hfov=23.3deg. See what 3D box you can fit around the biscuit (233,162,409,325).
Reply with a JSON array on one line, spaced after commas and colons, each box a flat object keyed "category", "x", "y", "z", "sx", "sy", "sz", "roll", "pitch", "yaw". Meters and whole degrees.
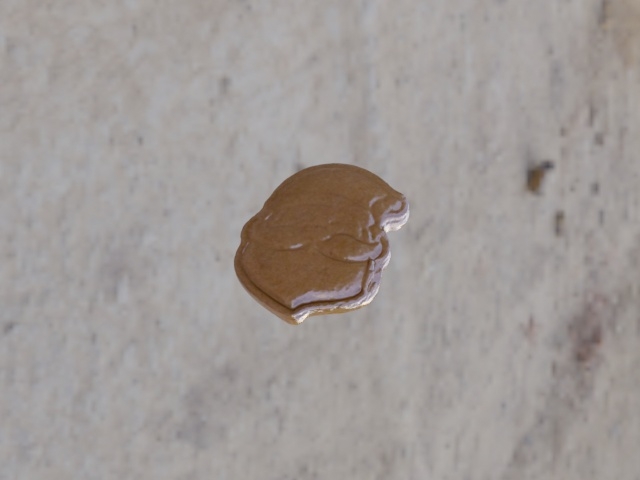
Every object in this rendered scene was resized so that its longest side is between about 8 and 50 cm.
[{"category": "biscuit", "x": 0.000, "y": 0.000, "z": 1.016, "sx": 0.130, "sy": 0.102, "sz": 0.019, "roll": -59, "pitch": 158, "yaw": -32}]
